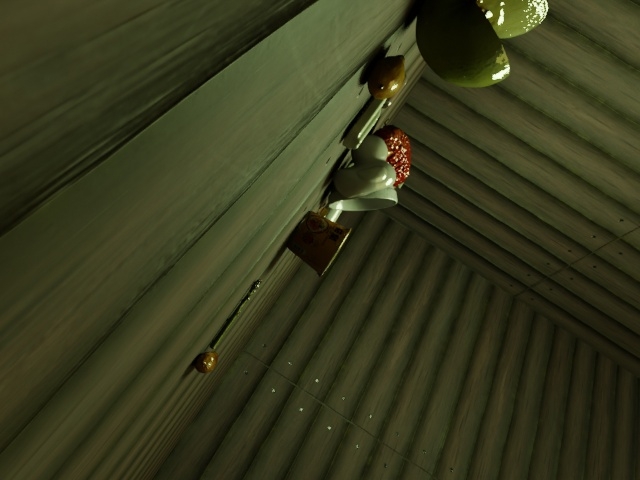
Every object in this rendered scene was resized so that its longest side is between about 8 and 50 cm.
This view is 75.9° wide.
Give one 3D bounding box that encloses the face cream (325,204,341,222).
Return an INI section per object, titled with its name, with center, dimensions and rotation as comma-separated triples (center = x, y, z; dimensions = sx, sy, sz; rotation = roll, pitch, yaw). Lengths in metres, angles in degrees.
[face cream]
center = 0.066, -0.155, 2.128
dimensions = 0.269, 0.082, 0.082
rotation = -59, 179, -15

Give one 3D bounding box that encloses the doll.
[doll]
center = 0.158, -0.270, 1.480
dimensions = 0.251, 0.221, 0.221
rotation = -20, 167, -15

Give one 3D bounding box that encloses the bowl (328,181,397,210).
[bowl]
center = 0.172, -0.217, 1.722
dimensions = 0.287, 0.287, 0.143
rotation = 106, -19, -84

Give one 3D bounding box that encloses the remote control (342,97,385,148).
[remote control]
center = 0.138, -0.355, 1.197
dimensions = 0.230, 0.049, 0.090
rotation = -57, -179, -30

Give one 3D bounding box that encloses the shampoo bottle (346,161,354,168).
[shampoo bottle]
center = 0.131, -0.264, 1.932
dimensions = 0.118, 0.087, 0.234
rotation = -35, 167, -30

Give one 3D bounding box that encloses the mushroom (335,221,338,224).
[mushroom]
center = 0.000, 0.000, 2.250
dimensions = 0.278, 0.146, 0.278
rotation = -50, 174, -7

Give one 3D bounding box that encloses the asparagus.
[asparagus]
center = -0.253, 0.217, 1.235
dimensions = 0.025, 0.024, 0.248
rotation = 14, -116, 46

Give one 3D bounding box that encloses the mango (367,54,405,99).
[mango]
center = 0.150, -0.369, 0.923
dimensions = 0.098, 0.075, 0.190
rotation = -48, -170, 35

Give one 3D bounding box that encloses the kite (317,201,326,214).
[kite]
center = 0.001, -0.142, 1.902
dimensions = 0.159, 0.010, 0.190
rotation = -56, 177, -16

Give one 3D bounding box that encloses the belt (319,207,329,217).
[belt]
center = 0.011, -0.126, 2.045
dimensions = 0.083, 0.036, 0.059
rotation = -56, 179, -38

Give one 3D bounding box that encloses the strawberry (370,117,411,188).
[strawberry]
center = 0.309, -0.413, 1.933
dimensions = 0.292, 0.292, 0.343
rotation = -55, 163, -39

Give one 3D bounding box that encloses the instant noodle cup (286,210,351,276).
[instant noodle cup]
center = -0.011, 0.002, 1.513
dimensions = 0.215, 0.172, 0.216
rotation = -57, 178, -3

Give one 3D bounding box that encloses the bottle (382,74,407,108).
[bottle]
center = 0.228, -0.481, 1.306
dimensions = 0.140, 0.053, 0.053
rotation = -55, 178, -25

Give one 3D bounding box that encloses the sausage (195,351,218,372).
[sausage]
center = -0.323, 0.347, 1.173
dimensions = 0.062, 0.054, 0.183
rotation = -27, 172, -15

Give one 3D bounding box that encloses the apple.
[apple]
center = 0.370, -0.514, 0.962
dimensions = 0.291, 0.292, 0.254
rotation = -57, 156, 17
